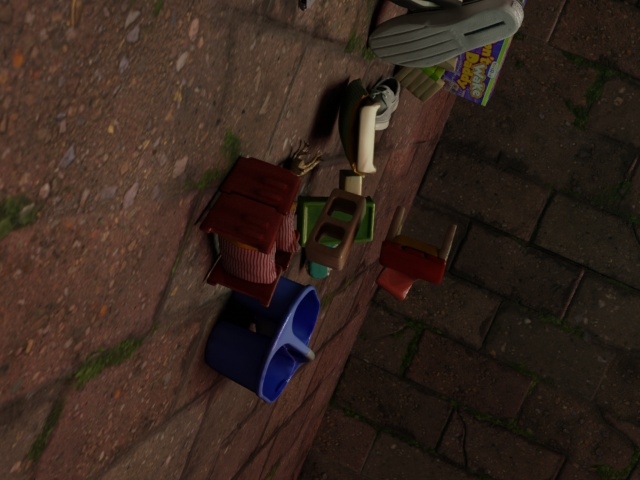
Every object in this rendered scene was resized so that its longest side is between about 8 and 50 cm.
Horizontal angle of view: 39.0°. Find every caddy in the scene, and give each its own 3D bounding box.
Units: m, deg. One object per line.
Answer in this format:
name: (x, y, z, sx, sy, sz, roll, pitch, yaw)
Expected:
caddy: (-0.093, 0.199, 1.826, 0.341, 0.179, 0.241, 72, 42, -73)

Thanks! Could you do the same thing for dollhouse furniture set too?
dollhouse furniture set: (0.009, 0.027, 1.447, 0.201, 0.374, 0.152, 91, 21, -60)
dollhouse furniture set: (0.020, -0.163, 1.835, 0.197, 0.151, 0.301, -117, -153, -65)

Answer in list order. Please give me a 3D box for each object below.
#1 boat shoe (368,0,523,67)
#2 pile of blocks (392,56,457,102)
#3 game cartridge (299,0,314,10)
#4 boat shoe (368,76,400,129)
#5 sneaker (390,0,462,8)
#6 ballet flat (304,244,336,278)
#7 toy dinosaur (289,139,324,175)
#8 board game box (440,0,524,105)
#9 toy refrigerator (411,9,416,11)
boat shoe: (0.260, -0.444, 1.838, 0.121, 0.335, 0.119, 54, 43, -40)
pile of blocks: (0.286, -0.505, 2.195, 0.112, 0.149, 0.362, -58, 166, -35)
game cartridge: (-0.013, -0.396, 1.372, 0.056, 0.017, 0.083, -55, 165, -29)
boat shoe: (0.134, -0.323, 2.090, 0.227, 0.079, 0.081, -57, 158, -58)
sneaker: (0.148, -0.557, 1.562, 0.447, 0.169, 0.257, -15, 110, -69)
ballet flat: (0.000, 0.000, 2.154, 0.241, 0.091, 0.077, 107, -18, -52)
toy dinosaur: (-0.043, -0.140, 1.727, 0.092, 0.053, 0.183, -46, 178, -9)
board game box: (0.378, -0.546, 2.323, 0.078, 0.233, 0.347, -55, 164, -46)
toy refrigerator: (0.254, -0.609, 1.933, 0.269, 0.094, 0.102, -58, 174, -33)
